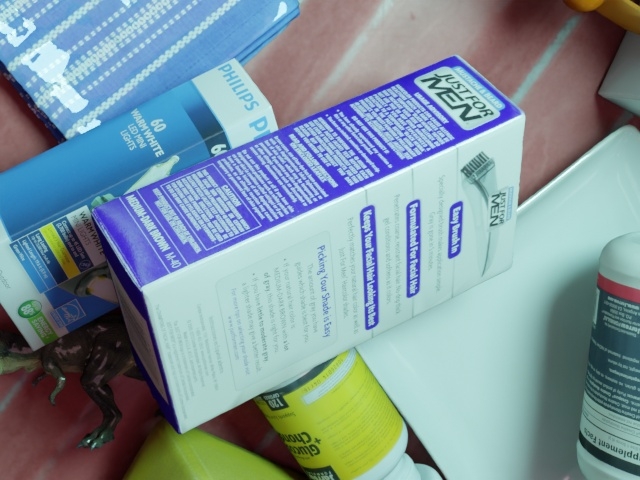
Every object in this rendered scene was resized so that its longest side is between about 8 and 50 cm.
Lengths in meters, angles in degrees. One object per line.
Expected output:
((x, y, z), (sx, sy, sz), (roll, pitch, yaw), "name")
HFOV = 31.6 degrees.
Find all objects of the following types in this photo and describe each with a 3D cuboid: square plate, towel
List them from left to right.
((-0.199, -0.247, 0.931), (0.243, 0.040, 0.336), (-40, 108, -6), "towel")
((0.244, 0.117, 1.126), (0.344, 0.049, 0.347), (-35, 108, -6), "square plate")

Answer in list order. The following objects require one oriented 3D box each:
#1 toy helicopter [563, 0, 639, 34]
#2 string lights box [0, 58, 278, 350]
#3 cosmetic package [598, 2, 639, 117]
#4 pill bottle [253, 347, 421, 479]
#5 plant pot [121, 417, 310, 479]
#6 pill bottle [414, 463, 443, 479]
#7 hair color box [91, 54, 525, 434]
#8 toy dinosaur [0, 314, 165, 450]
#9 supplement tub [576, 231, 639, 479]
((0.191, -0.298, 0.981), (0.355, 0.140, 0.235), (0, 84, 0), "toy helicopter")
((-0.155, -0.030, 0.938), (0.259, 0.077, 0.133), (-28, 141, -9), "string lights box")
((0.441, -0.257, 1.054), (0.197, 0.155, 0.366), (22, 93, -18), "cosmetic package")
((0.016, 0.167, 1.041), (0.103, 0.103, 0.184), (-35, 108, -7), "pill bottle")
((-0.076, 0.313, 0.977), (0.212, 0.187, 0.212), (30, 91, -32), "plant pot")
((0.111, 0.316, 1.096), (0.108, 0.108, 0.180), (-36, 109, -7), "pill bottle")
((0.000, 0.000, 0.934), (0.338, 0.110, 0.185), (-23, 139, -17), "hair color box")
((-0.176, 0.111, 0.999), (0.268, 0.064, 0.118), (-14, 98, -16), "toy dinosaur")
((0.337, 0.138, 1.030), (0.191, 0.191, 0.272), (1, 101, -16), "supplement tub")
